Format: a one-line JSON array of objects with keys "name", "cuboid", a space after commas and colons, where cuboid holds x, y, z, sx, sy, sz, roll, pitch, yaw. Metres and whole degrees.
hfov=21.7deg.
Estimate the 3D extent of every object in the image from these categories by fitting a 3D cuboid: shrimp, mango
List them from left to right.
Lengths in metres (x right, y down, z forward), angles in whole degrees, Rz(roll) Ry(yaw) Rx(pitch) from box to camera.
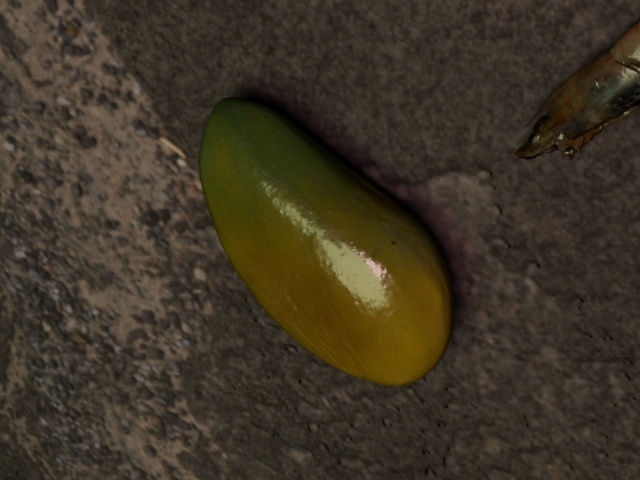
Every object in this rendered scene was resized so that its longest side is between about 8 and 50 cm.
[{"name": "mango", "cuboid": [-0.002, 0.006, 1.202, 0.237, 0.091, 0.137, 42, 128, 10]}, {"name": "shrimp", "cuboid": [0.221, -0.062, 1.050, 0.148, 0.035, 0.195, 47, 132, -6]}]
